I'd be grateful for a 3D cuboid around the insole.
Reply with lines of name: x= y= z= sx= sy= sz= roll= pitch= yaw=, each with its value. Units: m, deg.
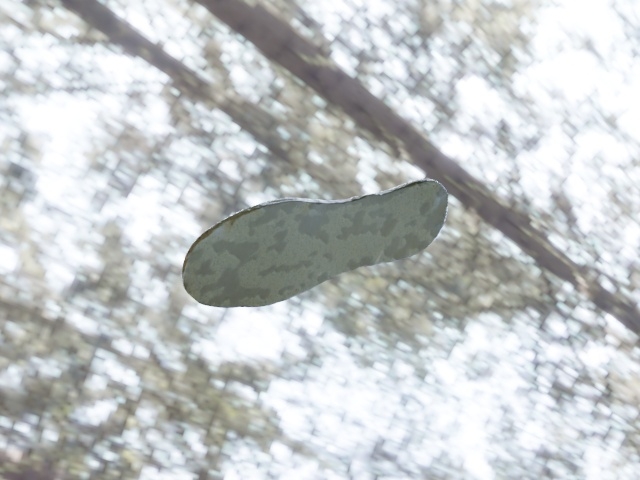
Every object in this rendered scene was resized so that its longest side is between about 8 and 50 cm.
insole: x=0.000 y=0.000 z=1.033 sx=0.006 sy=0.193 sz=0.065 roll=35 pitch=-54 yaw=38
